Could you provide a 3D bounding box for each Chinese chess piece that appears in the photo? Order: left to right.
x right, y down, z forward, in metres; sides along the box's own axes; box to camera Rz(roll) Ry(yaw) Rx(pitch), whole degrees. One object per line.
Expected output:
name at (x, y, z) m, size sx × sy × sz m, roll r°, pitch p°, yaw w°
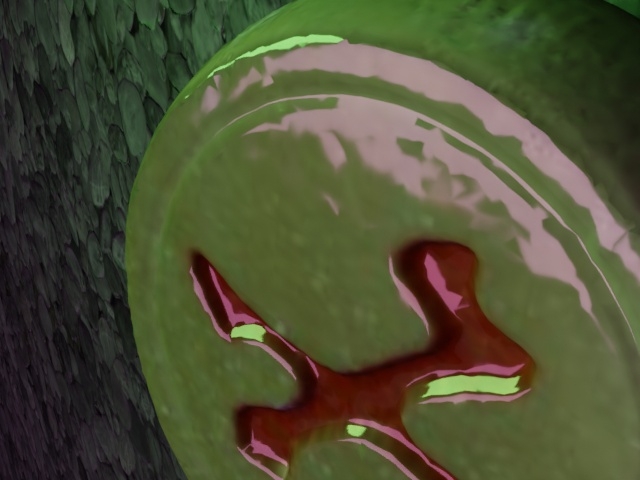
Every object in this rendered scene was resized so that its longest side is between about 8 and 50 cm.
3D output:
Chinese chess piece at (0.059, 0.043, 0.488) m, size 0.338 × 0.140 × 0.338 m, roll 19°, pitch 122°, yaw 35°
